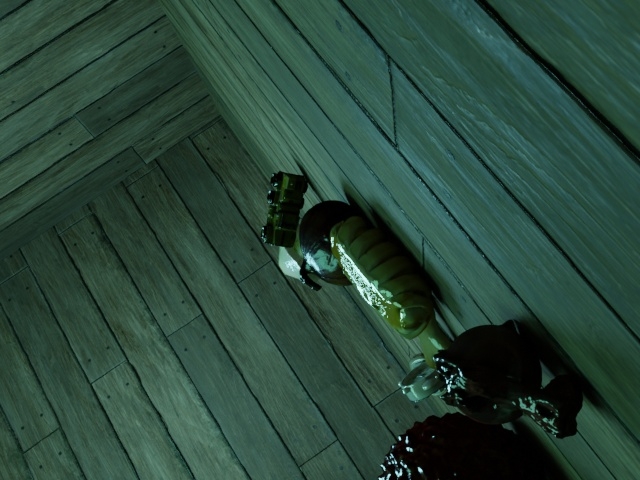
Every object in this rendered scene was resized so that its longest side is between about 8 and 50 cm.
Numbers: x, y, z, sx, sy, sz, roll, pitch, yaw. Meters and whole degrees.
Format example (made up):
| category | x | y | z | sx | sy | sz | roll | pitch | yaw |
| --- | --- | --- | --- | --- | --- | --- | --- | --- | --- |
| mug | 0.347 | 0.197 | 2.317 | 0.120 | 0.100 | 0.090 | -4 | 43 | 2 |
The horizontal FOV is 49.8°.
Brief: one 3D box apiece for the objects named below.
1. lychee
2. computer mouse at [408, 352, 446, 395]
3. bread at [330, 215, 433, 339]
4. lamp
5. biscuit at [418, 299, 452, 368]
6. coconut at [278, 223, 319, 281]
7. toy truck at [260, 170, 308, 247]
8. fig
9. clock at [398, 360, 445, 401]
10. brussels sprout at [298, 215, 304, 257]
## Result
| category | x | y | z | sx | sy | sz | roll | pitch | yaw |
| --- | --- | --- | --- | --- | --- | --- | --- | --- | --- |
| lychee | 0.329 | 0.627 | 1.653 | 0.425 | 0.424 | 0.500 | 55 | 153 | 3 |
| computer mouse | 0.360 | 0.451 | 2.325 | 0.145 | 0.082 | 0.236 | 56 | 177 | 4 |
| bread | 0.139 | 0.068 | 1.567 | 0.311 | 0.121 | 0.173 | 50 | 163 | 29 |
| lamp | 0.274 | 0.219 | 1.044 | 0.223 | 0.215 | 0.151 | -59 | -26 | -61 |
| biscuit | 0.260 | 0.224 | 1.659 | 0.208 | 0.047 | 0.164 | 56 | 156 | -6 |
| coconut | -0.045 | 0.041 | 2.592 | 0.233 | 0.245 | 0.233 | 58 | 174 | 9 |
| toy truck | -0.117 | -0.100 | 2.351 | 0.127 | 0.257 | 0.127 | 10 | -169 | -21 |
| fig | 0.043 | 0.012 | 1.797 | 0.235 | 0.214 | 0.235 | 171 | 90 | -81 |
| clock | 0.315 | 0.418 | 2.061 | 0.063 | 0.155 | 0.229 | 55 | 179 | -1 |
| brussels sprout | 0.000 | 0.000 | 2.352 | 0.223 | 0.161 | 0.223 | 63 | 176 | 8 |
